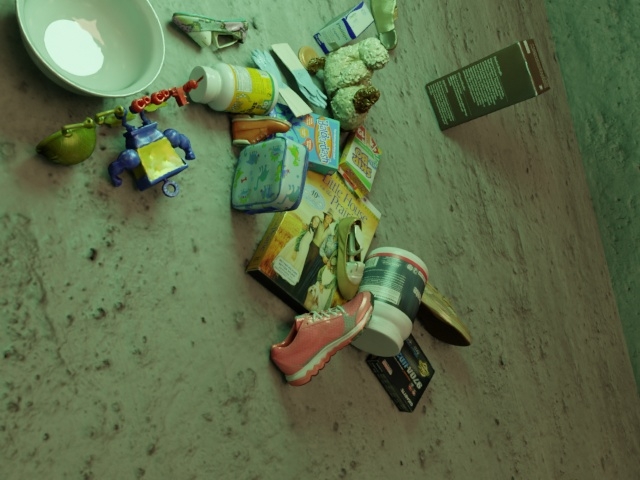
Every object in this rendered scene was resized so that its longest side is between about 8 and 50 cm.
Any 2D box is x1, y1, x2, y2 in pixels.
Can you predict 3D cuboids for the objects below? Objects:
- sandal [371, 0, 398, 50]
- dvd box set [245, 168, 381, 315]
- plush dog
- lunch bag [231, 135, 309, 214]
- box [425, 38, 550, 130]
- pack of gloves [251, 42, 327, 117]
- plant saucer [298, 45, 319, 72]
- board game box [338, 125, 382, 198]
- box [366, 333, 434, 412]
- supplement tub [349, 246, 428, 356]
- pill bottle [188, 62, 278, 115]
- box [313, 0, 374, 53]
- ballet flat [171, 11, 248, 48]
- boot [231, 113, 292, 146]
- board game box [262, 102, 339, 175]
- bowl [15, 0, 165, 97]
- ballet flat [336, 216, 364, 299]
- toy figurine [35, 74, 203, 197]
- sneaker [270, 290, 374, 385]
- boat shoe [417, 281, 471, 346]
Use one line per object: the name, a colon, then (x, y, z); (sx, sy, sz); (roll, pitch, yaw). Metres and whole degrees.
sandal: (0.228, -0.773, 2.006); (0.079, 0.088, 0.239); (-16, 100, -75)
dvd box set: (0.000, 0.000, 1.611); (0.308, 0.062, 0.420); (44, 55, -28)
plush dog: (0.083, -0.437, 1.698); (0.211, 0.262, 0.225); (-6, 75, -14)
lunch bag: (-0.127, -0.151, 1.415); (0.090, 0.219, 0.175); (16, 77, -39)
box: (0.585, -0.547, 2.058); (0.143, 0.382, 0.191); (-28, 100, -43)
pack of gloves: (-0.092, -0.440, 1.617); (0.232, 0.046, 0.195); (54, 37, 2)
plant saucer: (-0.032, -0.544, 1.736); (0.084, 0.013, 0.083); (11, 73, -42)
board game box: (0.121, -0.244, 1.752); (0.124, 0.039, 0.259); (48, 39, -23)
box: (0.248, 0.382, 1.763); (0.175, 0.051, 0.220); (-48, 114, -38)
supplement tub: (0.186, 0.172, 1.656); (0.191, 0.191, 0.272); (43, 55, -28)
pill bottle: (-0.218, -0.380, 1.453); (0.209, 0.118, 0.117); (-4, 84, -44)
box: (0.072, -0.649, 1.770); (0.072, 0.137, 0.126); (54, 50, -21)
ballet flat: (-0.274, -0.531, 1.475); (0.222, 0.077, 0.079); (-15, 110, -44)
boot: (-0.152, -0.275, 1.488); (0.059, 0.158, 0.084); (49, 44, -77)
board game box: (-0.052, -0.278, 1.582); (0.211, 0.047, 0.159); (12, 64, -23)
bowl: (-0.488, -0.416, 1.198); (0.298, 0.134, 0.297); (12, 72, -41)
ballet flat: (0.086, 0.046, 1.588); (0.080, 0.073, 0.232); (4, 79, -43)
toy figurine: (-0.370, -0.182, 1.229); (0.363, 0.191, 0.217); (-38, 111, -40)
sneaker: (0.005, 0.223, 1.471); (0.314, 0.116, 0.136); (-43, 101, -8)
boat shoe: (0.386, 0.225, 1.880); (0.341, 0.122, 0.110); (43, 55, -26)
